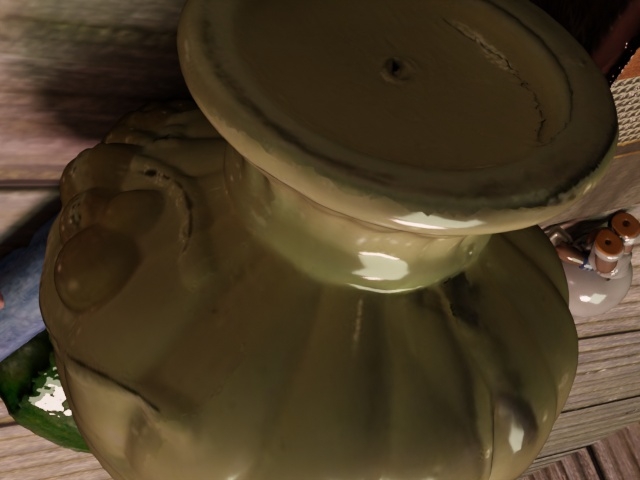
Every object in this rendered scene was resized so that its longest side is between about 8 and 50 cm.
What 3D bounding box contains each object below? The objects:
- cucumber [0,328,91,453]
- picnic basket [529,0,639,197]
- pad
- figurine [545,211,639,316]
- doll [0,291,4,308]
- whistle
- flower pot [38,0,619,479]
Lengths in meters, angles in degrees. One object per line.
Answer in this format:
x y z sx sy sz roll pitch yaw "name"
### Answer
-0.165 0.134 1.027 0.145 0.105 0.325 -28 156 20 "cucumber"
0.221 -0.144 0.653 0.223 0.129 0.297 -14 158 -13 "picnic basket"
0.298 -0.065 0.652 0.323 0.055 0.250 4 155 -6 "pad"
0.289 0.021 1.193 0.147 0.093 0.197 -40 155 -13 "figurine"
-0.299 0.042 0.669 0.211 0.093 0.262 -26 156 -2 "doll"
-0.235 0.054 0.809 0.304 0.062 0.062 -34 156 31 "whistle"
0.009 -0.008 0.601 0.308 0.307 0.244 -9 138 -29 "flower pot"
